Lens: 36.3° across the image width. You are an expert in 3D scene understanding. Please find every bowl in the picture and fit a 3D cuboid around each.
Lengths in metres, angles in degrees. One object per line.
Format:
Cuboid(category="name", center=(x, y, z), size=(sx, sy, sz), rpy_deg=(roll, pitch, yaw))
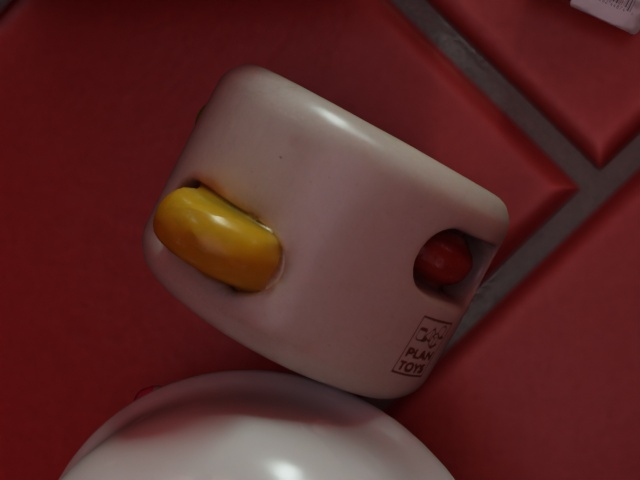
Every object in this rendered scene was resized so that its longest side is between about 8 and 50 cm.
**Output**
Cuboid(category="bowl", center=(-0.055, 0.217, 0.489), size=(0.297, 0.134, 0.298), rpy_deg=(-1, 85, 16))

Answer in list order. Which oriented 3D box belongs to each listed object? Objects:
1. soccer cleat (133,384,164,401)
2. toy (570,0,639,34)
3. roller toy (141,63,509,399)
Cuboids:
Cuboid(category="soccer cleat", center=(-0.094, 0.262, 0.651), size=(0.143, 0.116, 0.331), rpy_deg=(9, 95, -6))
Cuboid(category="toy", center=(0.188, -0.265, 0.609), size=(0.137, 0.056, 0.237), rpy_deg=(26, 100, 5))
Cuboid(category="roller toy", center=(0.000, 0.000, 0.575), size=(0.191, 0.209, 0.146), rpy_deg=(27, 96, -11))
